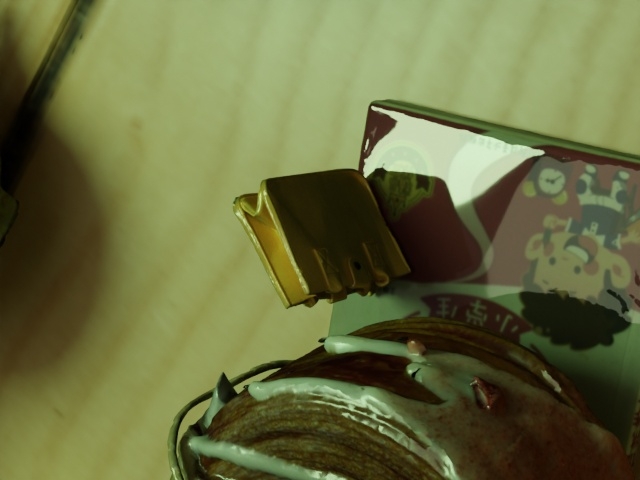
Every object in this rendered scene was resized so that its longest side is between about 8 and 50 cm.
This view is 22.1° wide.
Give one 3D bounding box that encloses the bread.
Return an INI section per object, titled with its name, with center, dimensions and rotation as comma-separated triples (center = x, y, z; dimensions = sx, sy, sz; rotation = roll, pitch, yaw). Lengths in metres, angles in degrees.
[bread]
center = 0.038, 0.137, 0.713
dimensions = 0.224, 0.142, 0.212
rotation = 52, 129, 13

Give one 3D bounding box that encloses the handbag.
[handbag]
center = 0.000, 0.000, 0.748
dimensions = 0.027, 0.083, 0.061
rotation = -32, 78, 32

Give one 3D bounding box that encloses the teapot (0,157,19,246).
[teapot]
center = -0.273, -0.018, 0.851
dimensions = 0.182, 0.173, 0.269
rotation = 40, 81, -19

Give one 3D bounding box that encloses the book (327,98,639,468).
[book]
center = 0.075, 0.062, 0.771
dimensions = 0.162, 0.022, 0.232
rotation = 16, 101, 29
